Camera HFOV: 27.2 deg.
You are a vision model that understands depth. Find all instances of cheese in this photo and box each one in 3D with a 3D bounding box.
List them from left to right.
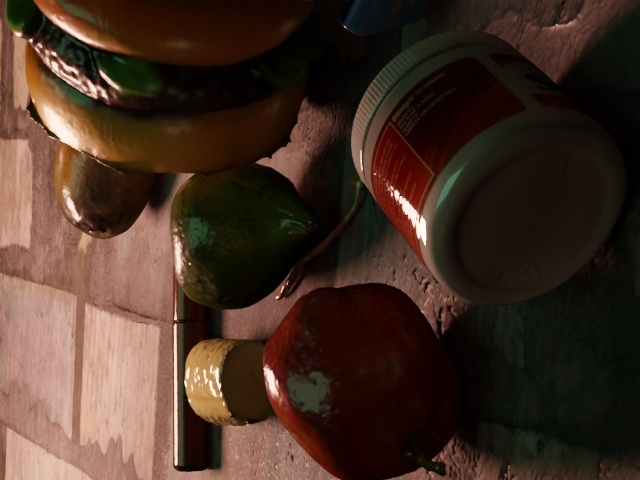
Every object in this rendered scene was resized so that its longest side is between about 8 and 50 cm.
[{"bbox_3d":[-0.123,0.196,1.846,0.167,0.094,0.123,168,93,-66],"label":"cheese"}]

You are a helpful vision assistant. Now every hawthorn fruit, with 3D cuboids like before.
[{"bbox_3d":[0.054,0.165,1.400,0.253,0.205,0.205,57,137,41],"label":"hawthorn fruit"}]

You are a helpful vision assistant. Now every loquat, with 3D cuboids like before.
[{"bbox_3d":[-0.365,-0.115,2.243,0.179,0.179,0.227,23,104,61],"label":"loquat"}]

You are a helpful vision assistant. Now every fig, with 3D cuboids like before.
[{"bbox_3d":[-0.072,-0.014,1.709,0.235,0.203,0.203,-7,81,33],"label":"fig"}]

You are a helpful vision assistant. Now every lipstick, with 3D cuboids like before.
[{"bbox_3d":[-0.200,0.173,2.028,0.057,0.057,0.356,-10,79,62],"label":"lipstick"}]

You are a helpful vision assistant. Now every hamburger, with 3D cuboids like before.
[{"bbox_3d":[-0.175,-0.290,1.669,0.396,0.396,0.277,-116,26,-42],"label":"hamburger"}]

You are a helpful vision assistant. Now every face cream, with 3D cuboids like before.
[{"bbox_3d":[0.153,-0.067,1.223,0.187,0.201,0.201,56,136,49],"label":"face cream"}]

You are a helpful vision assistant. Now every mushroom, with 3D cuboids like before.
[{"bbox_3d":[0.000,0.005,1.703,0.286,0.026,0.028,123,156,-46],"label":"mushroom"}]

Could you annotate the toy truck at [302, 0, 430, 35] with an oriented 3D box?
[{"bbox_3d":[0.021,-0.391,1.524,0.146,0.175,0.367,-59,39,39],"label":"toy truck"}]
